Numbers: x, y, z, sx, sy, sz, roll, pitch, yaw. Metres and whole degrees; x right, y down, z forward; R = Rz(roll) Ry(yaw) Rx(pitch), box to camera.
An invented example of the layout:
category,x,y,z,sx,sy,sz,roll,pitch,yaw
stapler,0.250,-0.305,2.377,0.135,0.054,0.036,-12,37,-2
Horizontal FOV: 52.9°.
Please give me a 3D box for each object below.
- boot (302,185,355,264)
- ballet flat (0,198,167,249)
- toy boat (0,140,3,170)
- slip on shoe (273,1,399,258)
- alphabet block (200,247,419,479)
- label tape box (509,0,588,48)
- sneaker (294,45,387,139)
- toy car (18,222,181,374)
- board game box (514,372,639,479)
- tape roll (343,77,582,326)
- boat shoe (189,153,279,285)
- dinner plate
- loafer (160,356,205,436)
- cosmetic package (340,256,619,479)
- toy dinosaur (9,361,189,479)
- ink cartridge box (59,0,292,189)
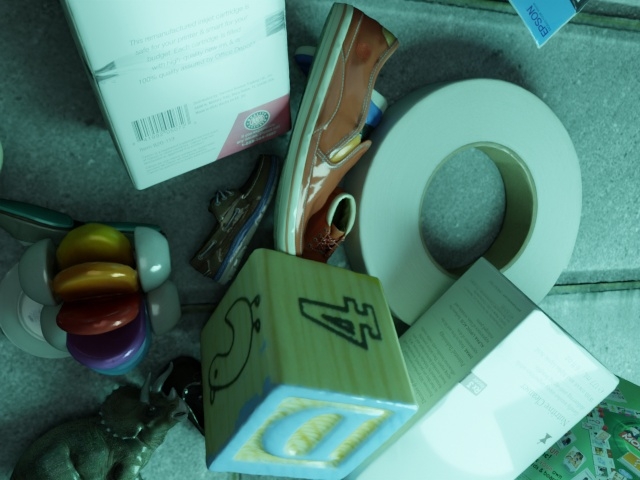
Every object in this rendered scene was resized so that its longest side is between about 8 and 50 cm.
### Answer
category,x,y,z,sx,sy,sz,roll,pitch,yaw
boot,0.000,0.000,0.877,0.059,0.084,0.158,17,95,-25
ballet flat,-0.292,0.001,0.766,0.213,0.072,0.068,10,100,-24
toy boat,-0.506,-0.053,0.644,0.267,0.148,0.318,37,77,-29
slip on shoe,0.011,-0.117,0.799,0.101,0.123,0.332,16,101,-8
alphabet block,-0.025,0.157,0.793,0.193,0.197,0.192,17,128,-28
label tape box,0.329,-0.480,0.907,0.348,0.115,0.249,-47,112,-5
sneaker,0.016,-0.187,0.861,0.152,0.058,0.085,32,78,-30
toy car,-0.241,0.077,0.720,0.159,0.136,0.182,-9,132,-10
board game box,0.351,0.275,0.941,0.213,0.317,0.046,-47,115,-8
tape roll,0.220,-0.044,0.965,0.391,0.072,0.392,-4,101,-21
boat shoe,-0.112,-0.035,0.834,0.066,0.066,0.183,25,86,-16
dinner plate,-0.325,0.080,0.797,0.141,0.017,0.141,-4,101,-20
loafer,-0.128,0.249,0.873,0.220,0.078,0.080,43,83,-23
cosmetic package,0.183,0.242,0.904,0.217,0.156,0.385,37,99,-26
toy dinosaur,-0.296,0.285,0.811,0.313,0.121,0.160,-25,94,-7
ink cartridge box,-0.148,-0.216,0.678,0.207,0.117,0.283,-24,147,-16
